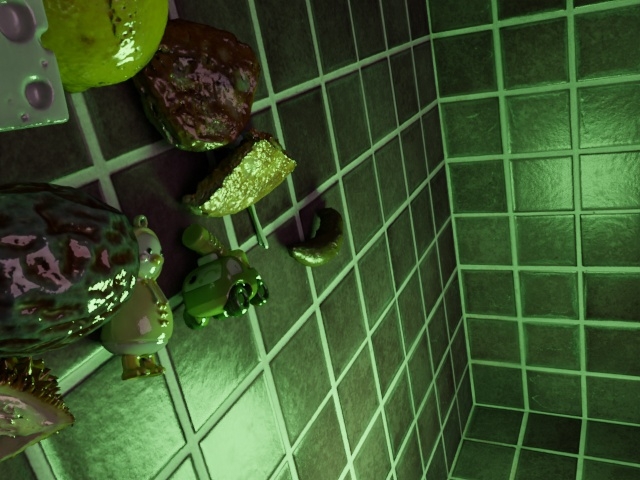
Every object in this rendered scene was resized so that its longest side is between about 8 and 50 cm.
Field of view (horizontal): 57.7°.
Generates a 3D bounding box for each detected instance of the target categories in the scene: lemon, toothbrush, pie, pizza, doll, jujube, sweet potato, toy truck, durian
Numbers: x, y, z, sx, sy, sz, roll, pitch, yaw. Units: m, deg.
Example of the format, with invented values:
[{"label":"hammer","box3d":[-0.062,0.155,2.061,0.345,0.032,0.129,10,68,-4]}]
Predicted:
[{"label":"lemon","box3d":[-0.355,-0.367,0.858,0.258,0.258,0.310,-40,147,-55]},{"label":"toothbrush","box3d":[-0.178,-0.085,1.429,0.026,0.022,0.263,-44,129,-39]},{"label":"pie","box3d":[-0.252,-0.314,1.184,0.308,0.085,0.308,8,79,-44]},{"label":"pizza","box3d":[-0.167,-0.163,1.294,0.335,0.086,0.226,-32,153,-41]},{"label":"doll","box3d":[-0.324,0.099,1.048,0.141,0.117,0.296,13,78,-64]},{"label":"jujube","box3d":[-0.397,0.028,0.780,0.215,0.246,0.308,-52,173,18]},{"label":"sweet potato","box3d":[0.003,0.002,1.693,0.124,0.098,0.310,56,39,-13]},{"label":"toy truck","box3d":[-0.213,0.078,1.251,0.187,0.148,0.210,22,50,-62]},{"label":"durian","box3d":[-0.475,0.220,0.760,0.249,0.183,0.138,12,43,-58]}]

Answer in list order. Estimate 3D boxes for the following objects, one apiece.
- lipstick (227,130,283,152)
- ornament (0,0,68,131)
[{"label":"lipstick","box3d":[-0.193,-0.229,1.356,0.274,0.068,0.061,6,84,-55]},{"label":"ornament","box3d":[-0.474,-0.225,0.635,0.239,0.240,0.240,-35,120,-57]}]
